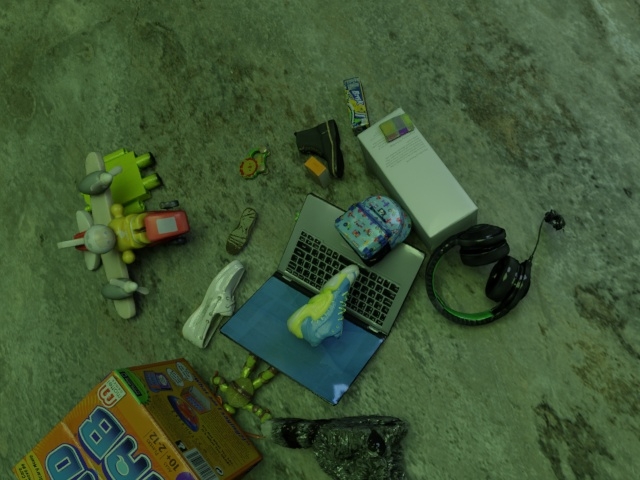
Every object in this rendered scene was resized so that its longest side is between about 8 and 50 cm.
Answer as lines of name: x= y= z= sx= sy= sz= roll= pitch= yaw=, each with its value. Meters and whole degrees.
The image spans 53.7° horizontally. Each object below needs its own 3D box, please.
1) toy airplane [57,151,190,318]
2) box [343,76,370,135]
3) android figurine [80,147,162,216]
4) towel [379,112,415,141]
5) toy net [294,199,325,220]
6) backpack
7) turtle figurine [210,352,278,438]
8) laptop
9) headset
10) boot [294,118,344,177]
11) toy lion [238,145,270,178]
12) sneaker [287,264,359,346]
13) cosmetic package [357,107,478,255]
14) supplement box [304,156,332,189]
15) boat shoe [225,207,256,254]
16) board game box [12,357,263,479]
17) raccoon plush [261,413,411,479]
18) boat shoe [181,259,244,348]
toy airplane: x=-0.622 y=-0.015 z=1.873 sx=0.386 sy=0.272 sz=0.384 roll=36 pitch=104 yaw=7
box: x=0.112 y=-0.410 z=1.931 sx=0.054 sy=0.059 sz=0.169 roll=-12 pitch=71 yaw=11
android figurine: x=-0.652 y=-0.180 z=2.049 sx=0.273 sy=0.056 sz=0.248 roll=-26 pitch=69 yaw=4
towel: x=0.204 y=-0.304 z=1.698 sx=0.083 sy=0.009 sz=0.060 roll=-26 pitch=68 yaw=1
toy net: x=0.000 y=0.000 z=1.840 sx=0.122 sy=0.045 sz=0.232 roll=-20 pitch=70 yaw=6
backpack: x=0.143 y=-0.041 z=1.644 sx=0.173 sy=0.117 sz=0.158 roll=-38 pitch=67 yaw=0
turtle figurine: x=-0.220 y=0.398 z=1.749 sx=0.269 sy=0.087 sz=0.217 roll=33 pitch=83 yaw=20
laptop: x=0.004 y=0.139 z=1.685 sx=0.382 sy=0.236 sz=0.408 roll=29 pitch=107 yaw=19
headset: x=0.459 y=0.052 z=1.656 sx=0.394 sy=0.185 sz=0.243 roll=-36 pitch=97 yaw=16
boot: x=-0.007 y=-0.263 z=1.916 sx=0.137 sy=0.077 sz=0.198 roll=-14 pitch=57 yaw=14
toy lion: x=-0.209 y=-0.241 z=1.976 sx=0.096 sy=0.034 sz=0.100 roll=-2 pitch=72 yaw=21
sneaker: x=0.034 y=0.176 z=1.622 sx=0.240 sy=0.091 sz=0.126 roll=-43 pitch=86 yaw=-5
cosmetic package: x=0.266 y=-0.155 z=1.744 sx=0.155 sy=0.197 sz=0.365 roll=-34 pitch=70 yaw=0
supplement box: x=-0.007 y=-0.199 z=1.874 sx=0.036 sy=0.098 sz=0.062 roll=-45 pitch=68 yaw=-7
boat shoe: x=-0.236 y=-0.027 z=1.912 sx=0.056 sy=0.048 sz=0.153 roll=23 pitch=86 yaw=7
board game box: x=-0.432 y=0.552 z=1.566 sx=0.356 sy=0.356 sz=0.356 roll=-44 pitch=76 yaw=7
raccoon plush: x=0.069 y=0.606 z=1.604 sx=0.446 sy=0.216 sz=0.299 roll=-7 pitch=83 yaw=38
boat shoe: x=-0.289 y=0.188 z=1.830 sx=0.096 sy=0.098 sz=0.277 roll=33 pitch=93 yaw=20
